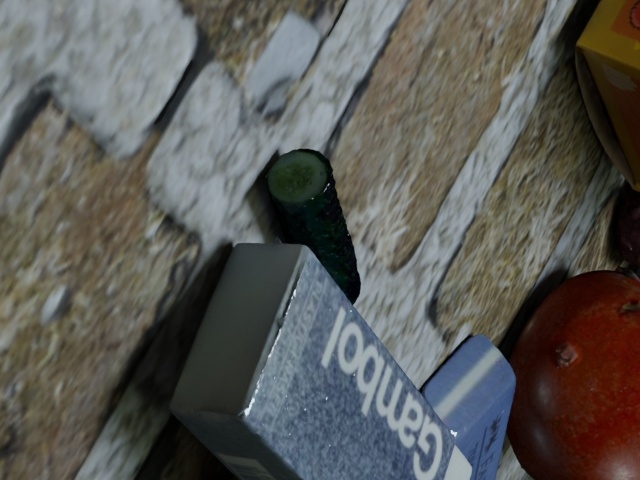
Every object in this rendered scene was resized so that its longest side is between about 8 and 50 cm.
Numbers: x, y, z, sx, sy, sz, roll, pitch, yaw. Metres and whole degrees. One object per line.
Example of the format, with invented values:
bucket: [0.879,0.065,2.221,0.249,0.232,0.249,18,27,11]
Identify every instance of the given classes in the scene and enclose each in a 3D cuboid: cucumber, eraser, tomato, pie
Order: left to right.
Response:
cucumber: [0.000,0.000,0.934,0.032,0.032,0.133,-56,158,-18]
eraser: [0.006,0.096,0.930,0.212,0.046,0.092,54,49,-46]
eraser: [0.086,0.169,1.302,0.082,0.036,0.225,-40,148,-42]
tomato: [0.203,0.113,1.364,0.167,0.167,0.167,-48,153,-34]
pie: [0.272,-0.047,1.484,0.153,0.038,0.154,-51,154,-36]

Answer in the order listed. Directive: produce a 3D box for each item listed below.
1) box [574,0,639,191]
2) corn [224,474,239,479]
box: [0.328,-0.160,1.252,0.283,0.213,0.259,-61,155,-10]
corn: [0.004,0.136,1.044,0.207,0.068,0.068,-15,127,-60]
